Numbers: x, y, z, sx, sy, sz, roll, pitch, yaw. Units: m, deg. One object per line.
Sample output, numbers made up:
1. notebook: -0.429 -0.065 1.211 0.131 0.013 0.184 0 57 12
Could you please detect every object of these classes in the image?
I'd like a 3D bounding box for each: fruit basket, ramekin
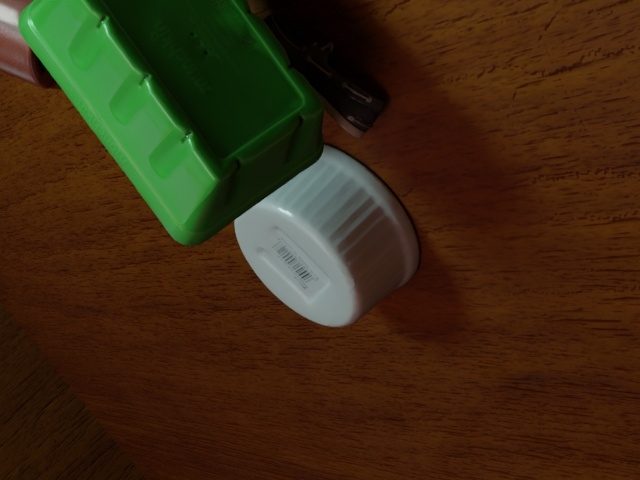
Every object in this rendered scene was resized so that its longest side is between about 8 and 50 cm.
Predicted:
1. fruit basket: -0.175 -0.203 1.382 0.392 0.283 0.392 44 158 23
2. ramekin: 0.000 0.000 1.605 0.277 0.135 0.277 33 149 22

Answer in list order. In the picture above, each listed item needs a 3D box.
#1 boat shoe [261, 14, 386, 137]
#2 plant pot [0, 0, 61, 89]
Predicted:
1. boat shoe: 0.004 -0.228 1.400 0.065 0.075 0.206 -44 83 19
2. plant pot: -0.483 -0.375 1.654 0.265 0.272 0.272 28 148 15
